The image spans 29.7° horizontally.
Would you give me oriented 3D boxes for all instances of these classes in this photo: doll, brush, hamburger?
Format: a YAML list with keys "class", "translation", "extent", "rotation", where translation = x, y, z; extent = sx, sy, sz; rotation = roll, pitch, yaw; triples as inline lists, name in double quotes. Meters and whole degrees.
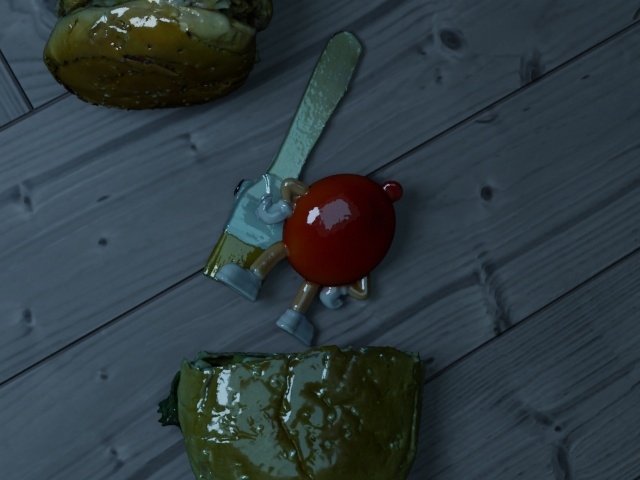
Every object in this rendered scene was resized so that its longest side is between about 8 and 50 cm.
- class: "doll"
  translation: [0.000, 0.000, 1.380]
  extent: [0.217, 0.085, 0.183]
  rotation: [-49, 120, 0]
- class: "brush"
  translation: [-0.034, -0.095, 1.411]
  extent: [0.085, 0.020, 0.337]
  rotation: [28, 83, -11]
- class: "hamburger"
  translation: [-0.024, 0.222, 1.354]
  extent: [0.308, 0.132, 0.211]
  rotation: [-1, 87, -15]
- class: "hamburger"
  translation: [-0.170, -0.252, 1.284]
  extent: [0.245, 0.260, 0.211]
  rotation: [28, 61, -54]
